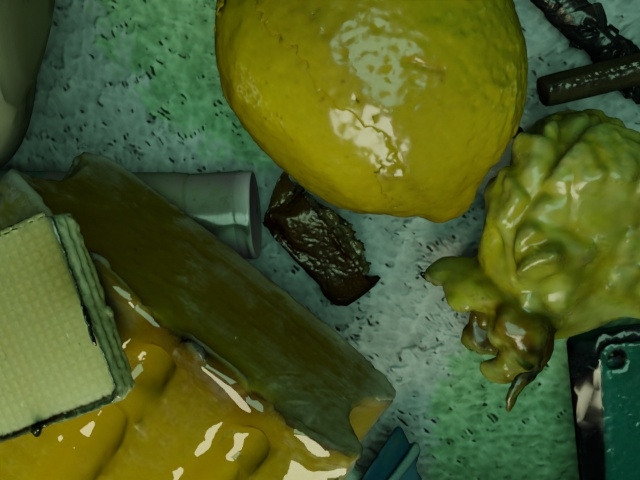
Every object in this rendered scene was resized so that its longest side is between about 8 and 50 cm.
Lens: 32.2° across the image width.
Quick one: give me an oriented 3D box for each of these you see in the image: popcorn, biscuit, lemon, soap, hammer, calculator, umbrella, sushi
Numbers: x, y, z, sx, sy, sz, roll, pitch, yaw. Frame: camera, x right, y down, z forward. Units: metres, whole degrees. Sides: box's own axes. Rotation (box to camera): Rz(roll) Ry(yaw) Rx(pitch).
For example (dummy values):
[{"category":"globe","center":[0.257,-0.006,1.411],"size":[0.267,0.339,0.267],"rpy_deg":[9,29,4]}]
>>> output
[{"category":"popcorn","center":[0.168,0.004,0.800],"size":[0.195,0.173,0.168],"rpy_deg":[-34,141,0]},{"category":"biscuit","center":[-0.213,0.069,0.680],"size":[0.199,0.040,0.121],"rpy_deg":[-21,89,23]},{"category":"lemon","center":[0.034,-0.130,0.757],"size":[0.204,0.204,0.260],"rpy_deg":[-33,92,5]},{"category":"soap","center":[-0.158,0.152,0.779],"size":[0.293,0.156,0.335],"rpy_deg":[38,113,8]},{"category":"hammer","center":[0.335,-0.148,0.793],"size":[0.365,0.111,0.044],"rpy_deg":[-14,100,-1]},{"category":"calculator","center":[0.329,0.180,0.886],"size":[0.248,0.058,0.274],"rpy_deg":[-8,101,2]},{"category":"umbrella","center":[0.216,-0.145,0.837],"size":[0.144,0.040,0.037],"rpy_deg":[42,85,-8]},{"category":"sushi","center":[0.000,0.000,0.853],"size":[0.055,0.052,0.120],"rpy_deg":[-41,98,6]}]

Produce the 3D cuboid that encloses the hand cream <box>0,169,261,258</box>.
[{"category":"hand cream","center":[-0.204,-0.014,0.843],"size":[0.312,0.070,0.111],"rpy_deg":[-4,112,3]}]

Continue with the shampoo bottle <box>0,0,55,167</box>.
[{"category":"shampoo bottle","center":[-0.328,-0.165,0.687],"size":[0.317,0.322,0.323],"rpy_deg":[0,100,-11]}]

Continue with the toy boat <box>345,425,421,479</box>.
[{"category":"toy boat","center":[-0.005,0.239,0.877],"size":[0.238,0.109,0.098],"rpy_deg":[-46,73,12]}]
